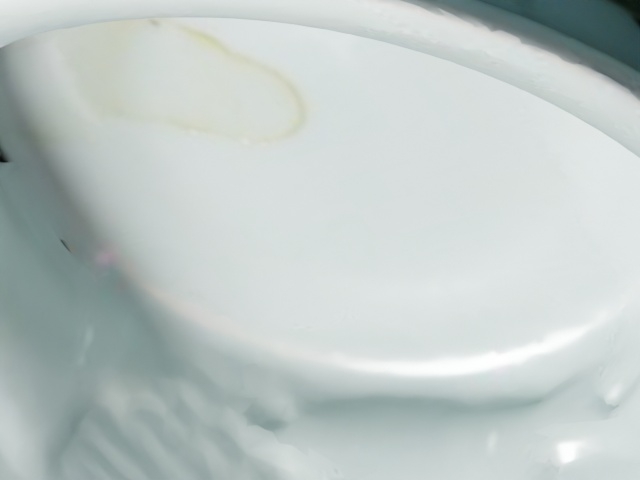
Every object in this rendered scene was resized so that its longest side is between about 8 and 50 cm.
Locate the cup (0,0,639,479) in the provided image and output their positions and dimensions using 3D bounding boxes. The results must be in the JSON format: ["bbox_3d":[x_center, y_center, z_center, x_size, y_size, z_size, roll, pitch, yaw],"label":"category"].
[{"bbox_3d":[0.000,0.000,0.561,0.347,0.163,0.347,7,139,6],"label":"cup"}]
